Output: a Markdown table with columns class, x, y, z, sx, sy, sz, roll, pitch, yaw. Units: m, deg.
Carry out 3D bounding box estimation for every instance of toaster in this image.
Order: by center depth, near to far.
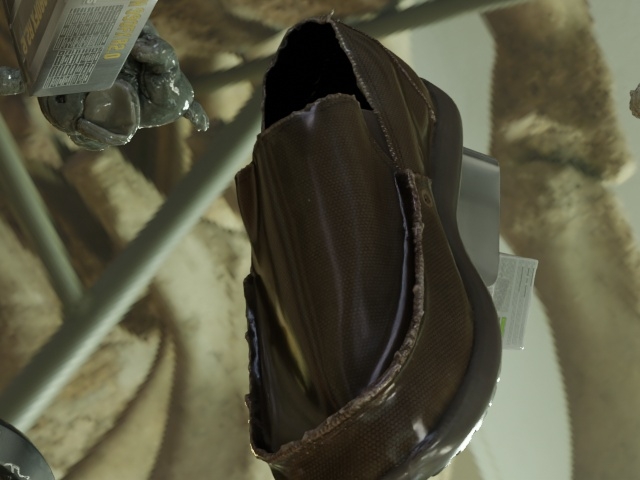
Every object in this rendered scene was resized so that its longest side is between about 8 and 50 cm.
| class | x | y | z | sx | sy | sz | roll | pitch | yaw |
| --- | --- | --- | --- | --- | --- | --- | --- | --- | --- |
| toaster | 0.094 | -0.021 | 1.527 | 0.168 | 0.110 | 0.185 | -13 | -110 | 47 |

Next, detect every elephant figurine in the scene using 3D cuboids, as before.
| class | x | y | z | sx | sy | sz | roll | pitch | yaw |
| --- | --- | --- | --- | --- | --- | --- | --- | --- | --- |
| elephant figurine | -0.313 | -0.196 | 2.027 | 0.186 | 0.239 | 0.169 | 46 | -15 | 25 |

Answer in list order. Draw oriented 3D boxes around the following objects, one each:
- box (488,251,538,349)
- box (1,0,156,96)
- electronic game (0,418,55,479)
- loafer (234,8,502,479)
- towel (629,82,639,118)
| class | x | y | z | sx | sy | sz | roll | pitch | yaw |
| --- | --- | --- | --- | --- | --- | --- | --- | --- | --- |
| box | 0.140 | 0.057 | 1.726 | 0.203 | 0.103 | 0.114 | 10 | -89 | 36 |
| box | -0.135 | -0.211 | 0.791 | 0.231 | 0.056 | 0.183 | -46 | -122 | 59 |
| electronic game | -0.311 | 0.222 | 1.095 | 0.048 | 0.229 | 0.229 | -129 | -153 | -53 |
| loafer | 0.000 | 0.000 | 0.770 | 0.134 | 0.366 | 0.130 | -36 | -62 | 22 |
| towel | 0.388 | -0.129 | 1.196 | 0.187 | 0.282 | 0.049 | 28 | -49 | 22 |
